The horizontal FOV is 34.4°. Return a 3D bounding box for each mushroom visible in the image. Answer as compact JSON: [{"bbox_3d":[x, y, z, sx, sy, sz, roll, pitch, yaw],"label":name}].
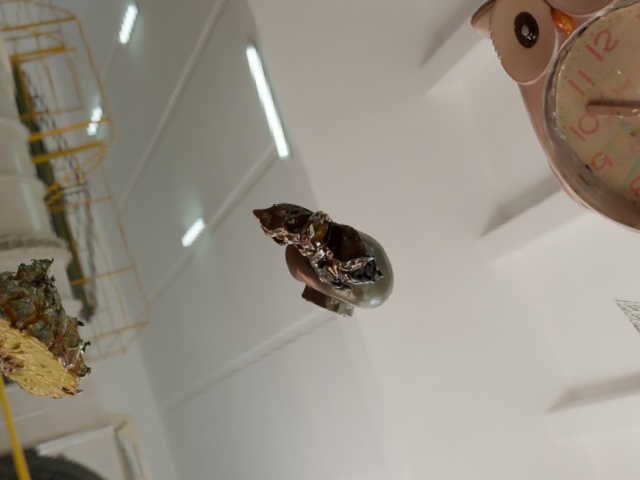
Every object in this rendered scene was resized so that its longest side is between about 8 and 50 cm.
[{"bbox_3d":[0.021,0.042,1.662,0.188,0.141,0.117,22,-2,21],"label":"mushroom"}]

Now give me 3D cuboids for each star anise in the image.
[{"bbox_3d":[0.001,0.000,1.135,0.168,0.057,0.168,30,-16,10],"label":"star anise"}]

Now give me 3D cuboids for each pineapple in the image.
[{"bbox_3d":[-0.367,0.110,1.417,0.139,0.164,0.250,9,-43,23],"label":"pineapple"}]

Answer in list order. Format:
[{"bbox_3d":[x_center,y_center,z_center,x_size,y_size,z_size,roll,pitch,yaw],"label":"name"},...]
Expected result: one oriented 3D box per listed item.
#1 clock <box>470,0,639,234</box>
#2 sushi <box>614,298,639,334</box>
[{"bbox_3d":[0.381,-0.206,1.160,0.377,0.250,0.368,47,-48,5],"label":"clock"},{"bbox_3d":[0.468,0.125,1.107,0.279,0.192,0.043,6,-106,31],"label":"sushi"}]
